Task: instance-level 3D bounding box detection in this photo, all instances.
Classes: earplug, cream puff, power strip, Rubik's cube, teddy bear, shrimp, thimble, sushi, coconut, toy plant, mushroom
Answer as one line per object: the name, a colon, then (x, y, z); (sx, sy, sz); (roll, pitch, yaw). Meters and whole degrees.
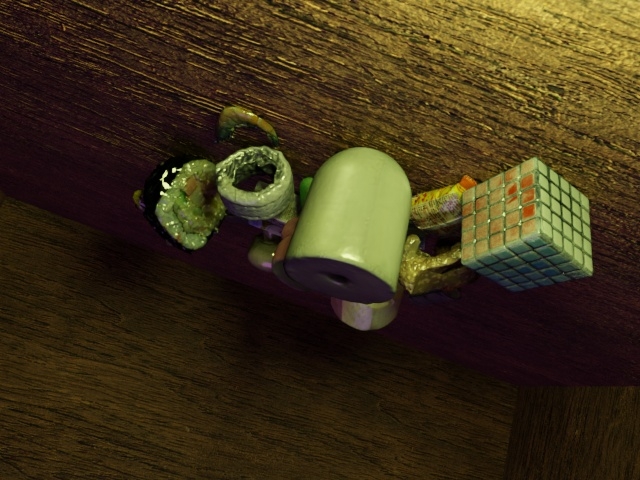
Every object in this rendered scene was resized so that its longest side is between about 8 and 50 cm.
earplug: (0.092, -0.059, 1.359); (0.312, 0.394, 0.313); (13, 156, 6)
cream puff: (0.510, 0.094, 1.782); (0.168, 0.184, 0.183); (-9, 157, 1)
power strip: (0.347, -0.017, 1.778); (0.081, 0.035, 0.192); (14, 160, 15)
Rubik's cube: (0.525, -0.028, 1.249); (0.236, 0.238, 0.237); (26, 149, -26)
teddy bear: (0.342, 0.067, 1.646); (0.296, 0.223, 0.246); (-26, 138, 6)
shrimp: (-0.231, -0.317, 1.489); (0.198, 0.051, 0.262); (25, 156, -19)
thimble: (-0.209, -0.184, 1.557); (0.245, 0.217, 0.157); (-8, 156, -3)
sushi: (-0.530, -0.158, 1.797); (0.285, 0.328, 0.328); (17, 165, 38)
coconut: (0.207, 0.241, 2.154); (0.352, 0.353, 0.353); (17, 160, 6)
toy plant: (0.000, 0.002, 1.611); (0.317, 0.356, 0.210); (36, 138, -14)
mushroom: (-0.213, 0.029, 2.183); (0.246, 0.246, 0.203); (7, 116, 29)

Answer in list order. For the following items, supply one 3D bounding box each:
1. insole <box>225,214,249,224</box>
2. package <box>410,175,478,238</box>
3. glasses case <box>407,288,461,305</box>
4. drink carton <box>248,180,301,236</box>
insole: (-0.335, -0.089, 2.242); (0.247, 0.011, 0.081); (12, 162, 17)
package: (0.385, -0.080, 1.475); (0.223, 0.109, 0.288); (30, 155, -32)
glasses case: (0.533, 0.261, 2.304); (0.114, 0.060, 0.299); (24, 160, -14)
drink carton: (-0.107, -0.088, 1.860); (0.324, 0.132, 0.194); (21, 161, 0)
